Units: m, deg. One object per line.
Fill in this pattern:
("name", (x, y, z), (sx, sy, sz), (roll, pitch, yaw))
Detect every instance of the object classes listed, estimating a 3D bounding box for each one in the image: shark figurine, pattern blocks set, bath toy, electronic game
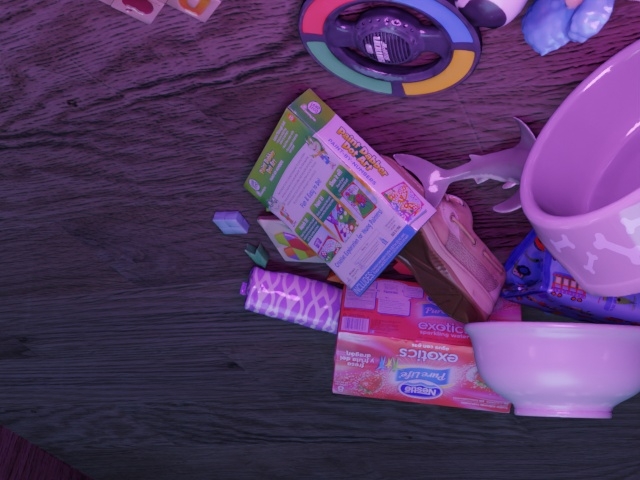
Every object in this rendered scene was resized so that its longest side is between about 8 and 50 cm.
("shark figurine", (0.250, -0.111, 1.754), (0.278, 0.166, 0.116), (11, 132, 45))
("pattern blocks set", (0.000, 0.000, 2.117), (0.325, 0.026, 0.285), (-7, 145, 36))
("bath toy", (0.139, -0.315, 1.362), (0.348, 0.129, 0.151), (23, 117, -17))
("electronic game", (0.084, -0.249, 1.592), (0.229, 0.048, 0.229), (11, 153, 6))

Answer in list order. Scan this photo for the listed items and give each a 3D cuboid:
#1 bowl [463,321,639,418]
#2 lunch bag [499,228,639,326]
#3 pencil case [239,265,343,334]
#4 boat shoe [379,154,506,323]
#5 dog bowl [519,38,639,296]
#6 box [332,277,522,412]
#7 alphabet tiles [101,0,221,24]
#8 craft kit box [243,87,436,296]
("bowl", (0.355, 0.192, 1.903), (0.298, 0.134, 0.298), (3, 173, 0))
("lunch bag", (0.401, 0.075, 1.982), (0.221, 0.138, 0.293), (14, 162, -6))
("pencil case", (-0.034, 0.105, 2.267), (0.206, 0.086, 0.088), (17, -179, -8))
("boat shoe", (0.163, -0.018, 1.923), (0.122, 0.110, 0.341), (7, 144, 47))
("dog bowl", (0.368, -0.104, 1.438), (0.102, 0.348, 0.349), (43, 143, -21))
("box", (0.175, 0.169, 2.144), (0.300, 0.154, 0.142), (6, 128, 1))
("alphabet tiles", (-0.222, -0.376, 1.540), (0.285, 0.011, 0.342), (24, 151, -18))
("craft kit box", (0.020, -0.061, 1.850), (0.246, 0.061, 0.250), (42, 151, 2))
